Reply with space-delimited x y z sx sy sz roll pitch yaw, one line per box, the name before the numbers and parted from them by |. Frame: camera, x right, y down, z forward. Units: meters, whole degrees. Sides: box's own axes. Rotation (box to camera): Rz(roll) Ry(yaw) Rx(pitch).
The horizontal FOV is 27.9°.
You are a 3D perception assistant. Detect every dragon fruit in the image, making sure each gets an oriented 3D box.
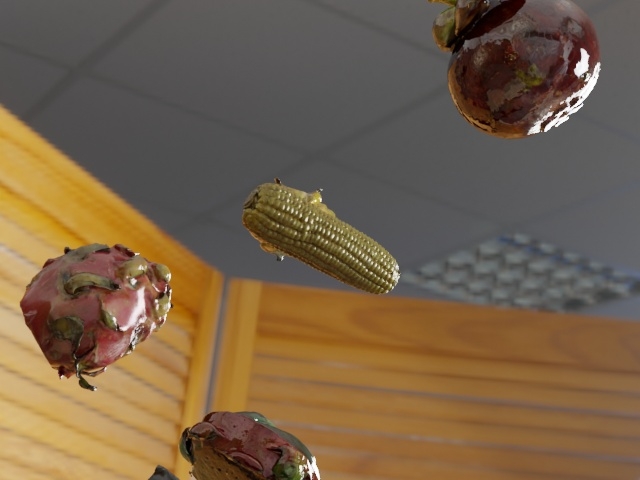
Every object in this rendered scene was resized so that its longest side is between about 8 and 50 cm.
dragon fruit | -0.426 0.125 2.523 0.291 0.250 0.269 -23 12 -7
dragon fruit | -0.107 0.397 2.201 0.295 0.130 0.268 38 -39 11

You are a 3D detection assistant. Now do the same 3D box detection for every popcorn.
popcorn | -0.055 -0.037 2.367 0.148 0.152 0.167 1 -8 32

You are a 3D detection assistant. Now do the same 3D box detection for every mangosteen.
mangosteen | 0.184 -0.189 1.222 0.146 0.181 0.156 -11 -24 -16

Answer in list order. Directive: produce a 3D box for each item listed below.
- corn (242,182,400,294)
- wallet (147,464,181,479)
corn | 0.000 0.000 1.708 0.231 0.080 0.080 29 -27 -19
wallet | -0.192 0.511 1.821 0.323 0.247 0.041 39 -4 18
